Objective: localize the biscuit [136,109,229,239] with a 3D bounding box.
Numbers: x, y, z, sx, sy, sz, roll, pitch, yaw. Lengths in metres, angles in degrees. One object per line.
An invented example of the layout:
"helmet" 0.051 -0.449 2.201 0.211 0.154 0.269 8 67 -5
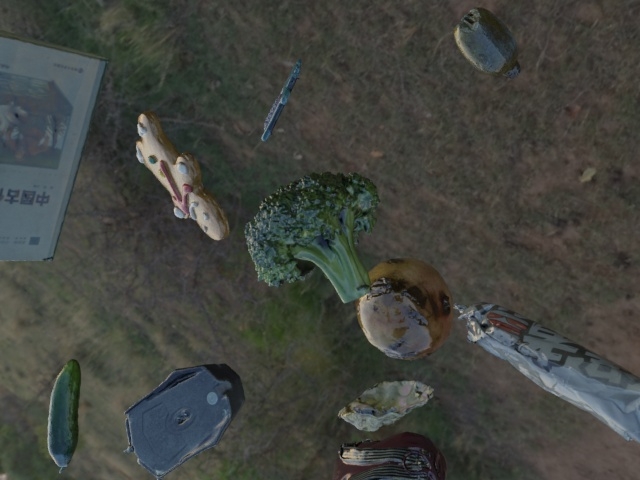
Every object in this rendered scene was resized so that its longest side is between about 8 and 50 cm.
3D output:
"biscuit" -0.321 -0.132 1.423 0.340 0.047 0.216 52 152 12

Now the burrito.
"burrito" 0.415 0.217 1.150 0.445 0.101 0.139 31 169 37

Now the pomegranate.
"pomegranate" 0.258 0.204 1.910 0.322 0.322 0.322 27 150 17

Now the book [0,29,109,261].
"book" -0.379 -0.100 0.720 0.025 0.215 0.283 43 119 41

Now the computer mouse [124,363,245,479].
"computer mouse" -0.204 0.270 0.963 0.126 0.231 0.071 54 -165 13

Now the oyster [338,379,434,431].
"oyster" 0.160 0.379 1.438 0.133 0.209 0.072 23 126 57

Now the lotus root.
"lotus root" 0.380 -0.433 1.413 0.192 0.113 0.088 38 176 -21

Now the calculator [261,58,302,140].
"calculator" -0.065 -0.236 1.059 0.019 0.094 0.141 25 116 -12

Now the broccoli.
"broccoli" -0.010 -0.014 1.227 0.235 0.288 0.260 44 161 55

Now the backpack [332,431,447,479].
"backpack" 0.169 0.616 1.598 0.317 0.283 0.197 -29 118 29

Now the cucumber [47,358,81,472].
"cucumber" -0.485 0.340 1.193 0.056 0.056 0.250 19 109 29
